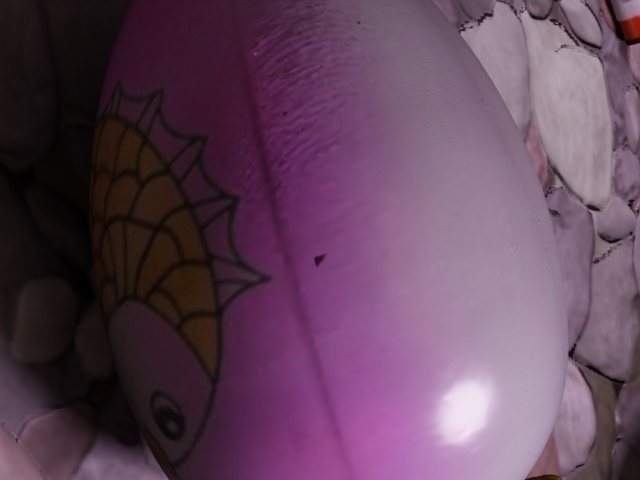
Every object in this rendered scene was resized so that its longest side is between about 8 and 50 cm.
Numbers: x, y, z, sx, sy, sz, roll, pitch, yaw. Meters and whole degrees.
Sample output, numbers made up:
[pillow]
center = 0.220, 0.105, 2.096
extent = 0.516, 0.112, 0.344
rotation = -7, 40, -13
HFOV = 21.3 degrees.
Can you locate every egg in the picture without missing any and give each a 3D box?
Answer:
[egg]
center = 0.000, 0.000, 0.710
extent = 0.196, 0.196, 0.271
rotation = 6, 65, -45

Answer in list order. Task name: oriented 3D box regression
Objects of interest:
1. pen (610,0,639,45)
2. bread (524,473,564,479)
[pen]
center = 0.162, -0.236, 1.045
extent = 0.028, 0.028, 0.239
rotation = -27, 101, -45
[bread]
center = 0.099, 0.235, 0.833
extent = 0.160, 0.088, 0.233
rotation = -5, 87, -51
